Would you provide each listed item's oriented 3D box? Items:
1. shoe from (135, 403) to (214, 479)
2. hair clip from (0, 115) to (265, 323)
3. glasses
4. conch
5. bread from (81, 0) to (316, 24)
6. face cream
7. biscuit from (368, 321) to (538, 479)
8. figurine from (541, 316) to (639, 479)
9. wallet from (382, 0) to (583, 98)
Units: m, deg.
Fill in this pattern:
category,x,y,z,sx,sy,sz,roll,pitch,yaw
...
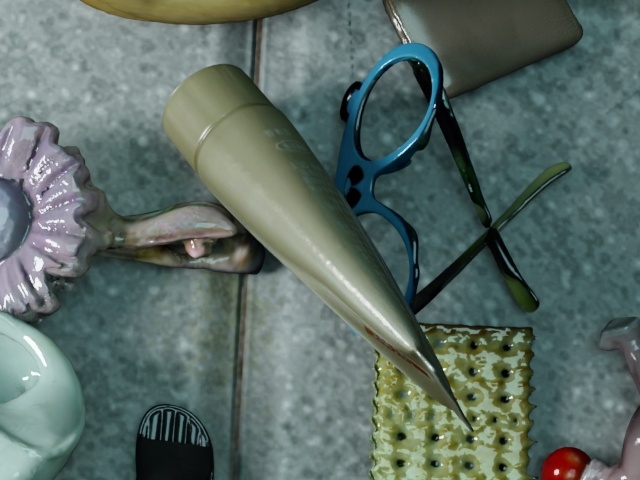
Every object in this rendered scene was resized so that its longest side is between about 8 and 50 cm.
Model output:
category,x,y,z,sx,sy,sz,roll,pitch,yaw
shoe,-0.114,0.204,1.192,0.062,0.053,0.159,3,79,-4
hair clip,-0.190,-0.009,1.220,0.300,0.069,0.173,2,79,-8
glasses,0.113,-0.033,1.248,0.207,0.102,0.239,6,83,-10
conch,-0.287,0.138,1.145,0.221,0.121,0.185,-6,87,-17
bread,-0.055,-0.370,1.196,0.253,0.348,0.376,9,73,-21
face cream,0.000,0.000,1.172,0.084,0.137,0.341,-38,60,-3
biscuit,0.106,0.181,1.245,0.139,0.016,0.231,3,77,-7
figurine,0.331,0.183,1.227,0.287,0.186,0.176,20,34,17
wallet,0.136,-0.192,1.326,0.152,0.039,0.118,-23,83,-16
